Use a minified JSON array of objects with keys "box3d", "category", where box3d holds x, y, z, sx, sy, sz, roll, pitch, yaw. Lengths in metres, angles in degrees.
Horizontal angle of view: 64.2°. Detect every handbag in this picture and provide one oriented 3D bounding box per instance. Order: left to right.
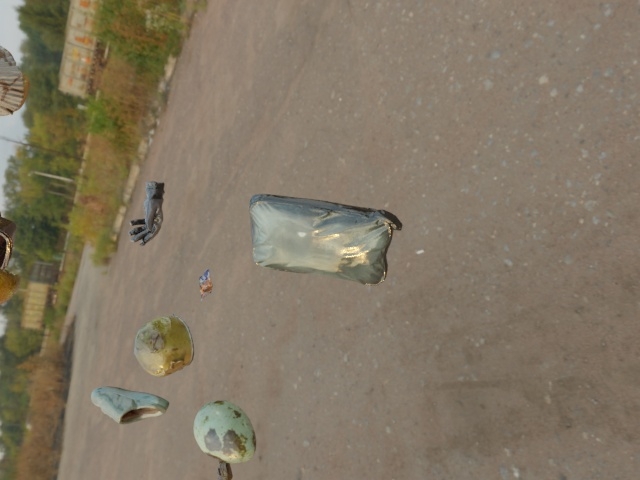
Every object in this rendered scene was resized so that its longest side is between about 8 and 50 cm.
[{"box3d":[0.003,0.001,1.105,0.075,0.332,0.192,-67,-17,-54],"category":"handbag"}]

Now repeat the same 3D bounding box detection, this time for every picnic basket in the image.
[{"box3d":[-1.301,-0.020,1.931,0.223,0.296,0.129,-60,16,26],"category":"picnic basket"}]

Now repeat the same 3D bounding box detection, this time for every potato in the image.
[{"box3d":[-0.658,0.429,2.050,0.299,0.196,0.247,-33,68,49],"category":"potato"}]

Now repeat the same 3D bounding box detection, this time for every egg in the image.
[{"box3d":[-0.299,0.608,1.616,0.231,0.169,0.169,30,110,25],"category":"egg"}]

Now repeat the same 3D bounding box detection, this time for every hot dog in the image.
[{"box3d":[-0.628,-0.278,0.917,0.252,0.069,0.131,-4,102,25],"category":"hot dog"}]

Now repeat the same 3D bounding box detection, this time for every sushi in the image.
[{"box3d":[-0.311,0.753,1.647,0.099,0.047,0.050,-116,7,-60],"category":"sushi"}]

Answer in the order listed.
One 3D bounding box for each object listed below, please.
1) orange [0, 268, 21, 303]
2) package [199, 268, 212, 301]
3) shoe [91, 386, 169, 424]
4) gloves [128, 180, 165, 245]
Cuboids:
[{"box3d":[-1.031,0.089,1.413,0.262,0.334,0.196,-25,33,36],"category":"orange"},{"box3d":[-0.411,0.160,1.824,0.077,0.033,0.111,-31,53,19],"category":"package"},{"box3d":[-0.581,0.506,1.531,0.100,0.251,0.103,-78,-17,-44],"category":"shoe"},{"box3d":[-0.699,-0.114,2.094,0.142,0.119,0.286,-6,65,63],"category":"gloves"}]
